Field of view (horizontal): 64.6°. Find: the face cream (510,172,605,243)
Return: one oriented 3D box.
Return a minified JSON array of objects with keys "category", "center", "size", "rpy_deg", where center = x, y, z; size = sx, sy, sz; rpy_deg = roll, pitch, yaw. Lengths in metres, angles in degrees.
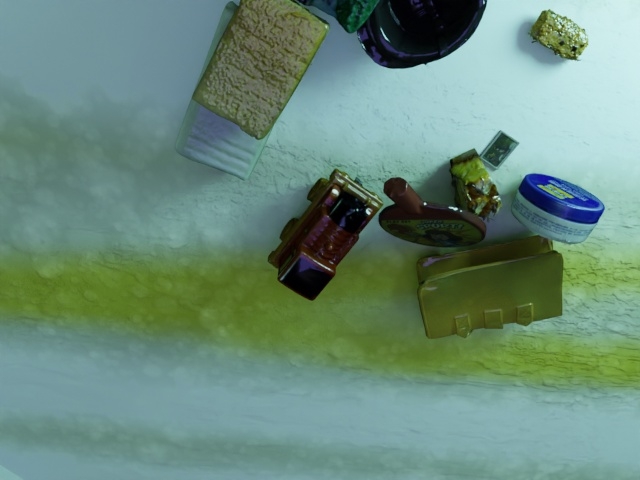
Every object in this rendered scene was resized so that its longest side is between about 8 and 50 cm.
[{"category":"face cream","center":[0.599,-0.080,1.295],"size":[0.206,0.206,0.111],"rpy_deg":[12,118,-7]}]

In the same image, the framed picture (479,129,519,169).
[{"category":"framed picture","center":[0.468,-0.236,1.325],"size":[0.066,0.006,0.089],"rpy_deg":[30,113,-14]}]

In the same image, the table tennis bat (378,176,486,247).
[{"category":"table tennis bat","center":[0.260,-0.055,1.259],"size":[0.268,0.051,0.415],"rpy_deg":[2,163,30]}]

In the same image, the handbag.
[{"category":"handbag","center":[0.481,0.145,1.462],"size":[0.401,0.133,0.283],"rpy_deg":[-13,122,7]}]

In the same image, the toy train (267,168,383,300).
[{"category":"toy train","center":[0.000,0.000,1.322],"size":[0.163,0.231,0.369],"rpy_deg":[32,112,-17]}]

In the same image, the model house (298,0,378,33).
[{"category":"model house","center":[0.016,-0.599,0.964],"size":[0.249,0.230,0.280],"rpy_deg":[20,120,-34]}]

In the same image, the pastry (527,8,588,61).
[{"category":"pastry","center":[0.558,-0.474,1.174],"size":[0.140,0.056,0.080],"rpy_deg":[17,128,-11]}]

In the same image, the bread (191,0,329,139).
[{"category":"bread","center":[-0.125,-0.366,1.040],"size":[0.185,0.114,0.274],"rpy_deg":[29,111,-12]}]

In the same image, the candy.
[{"category":"candy","center":[-0.192,-0.339,1.191],"size":[0.208,0.145,0.358],"rpy_deg":[24,114,-13]}]

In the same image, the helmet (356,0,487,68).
[{"category":"helmet","center":[0.214,-0.514,1.095],"size":[0.279,0.160,0.230],"rpy_deg":[-29,118,29]}]

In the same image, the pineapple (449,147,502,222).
[{"category":"pineapple","center":[0.397,-0.140,1.302],"size":[0.115,0.186,0.236],"rpy_deg":[-21,159,7]}]
